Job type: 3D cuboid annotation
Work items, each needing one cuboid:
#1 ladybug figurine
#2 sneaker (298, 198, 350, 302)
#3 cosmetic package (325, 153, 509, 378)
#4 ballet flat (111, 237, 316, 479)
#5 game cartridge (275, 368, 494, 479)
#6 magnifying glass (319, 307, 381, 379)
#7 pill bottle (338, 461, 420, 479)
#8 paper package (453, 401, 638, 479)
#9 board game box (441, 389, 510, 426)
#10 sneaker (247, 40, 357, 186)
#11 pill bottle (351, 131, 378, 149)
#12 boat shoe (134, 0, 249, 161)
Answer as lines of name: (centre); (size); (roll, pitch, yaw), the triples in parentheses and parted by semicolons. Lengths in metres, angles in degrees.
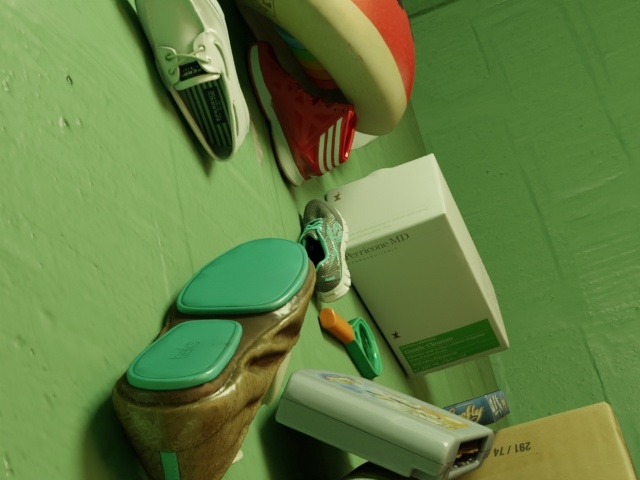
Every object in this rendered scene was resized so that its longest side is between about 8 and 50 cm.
ladybug figurine: (0.016, -0.318, 1.405); (0.305, 0.162, 0.449); (39, -4, 24)
sneaker: (0.000, 0.000, 1.317); (0.076, 0.065, 0.167); (49, 22, -48)
cosmetic package: (0.169, 0.052, 1.634); (0.155, 0.196, 0.365); (-96, 159, -45)
ballet flat: (-0.073, 0.102, 0.788); (0.342, 0.116, 0.124); (-66, 155, -71)
game cartridge: (0.070, 0.195, 1.038); (0.062, 0.198, 0.297); (-66, 160, -1)
magnifying glass: (0.046, 0.139, 1.376); (0.231, 0.026, 0.092); (43, 30, -62)
pill bottle: (0.068, 0.294, 0.983); (0.245, 0.136, 0.136); (16, 56, -74)
paper package: (0.332, 0.429, 1.451); (0.309, 0.324, 0.168); (-87, 154, -58)
board game box: (0.198, 0.277, 1.486); (0.243, 0.165, 0.042); (25, 47, -73)
sneaker: (-0.017, -0.198, 1.381); (0.087, 0.128, 0.221); (0, 70, -76)
pill bottle: (0.059, -0.238, 1.750); (0.229, 0.131, 0.131); (-70, 138, -71)
boat shoe: (-0.127, -0.186, 1.008); (0.076, 0.083, 0.226); (-94, 160, -54)
